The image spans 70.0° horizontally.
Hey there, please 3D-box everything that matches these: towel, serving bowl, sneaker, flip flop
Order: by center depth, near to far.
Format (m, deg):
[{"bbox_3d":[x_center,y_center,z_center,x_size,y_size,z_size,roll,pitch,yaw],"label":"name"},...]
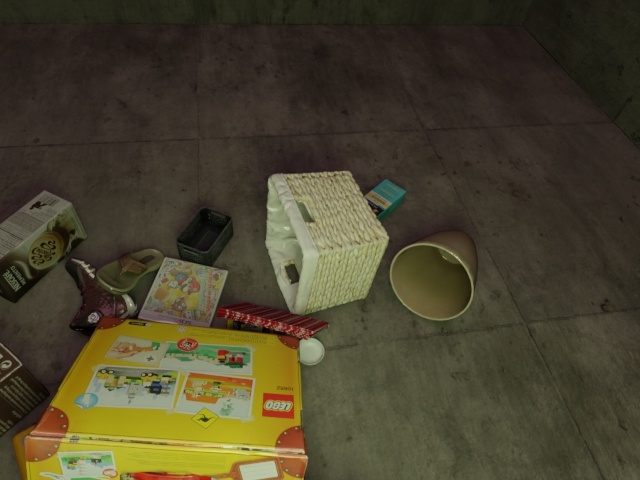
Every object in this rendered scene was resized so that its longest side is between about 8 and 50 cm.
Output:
[{"bbox_3d":[-0.127,0.219,1.263,0.274,0.199,0.031,11,90,14],"label":"towel"},{"bbox_3d":[-0.032,0.323,1.313,0.083,0.027,0.083,4,50,-4],"label":"serving bowl"},{"bbox_3d":[-0.679,0.171,1.317,0.281,0.106,0.162,30,56,17],"label":"sneaker"},{"bbox_3d":[-0.556,0.074,1.359,0.112,0.080,0.277,35,25,5],"label":"flip flop"}]

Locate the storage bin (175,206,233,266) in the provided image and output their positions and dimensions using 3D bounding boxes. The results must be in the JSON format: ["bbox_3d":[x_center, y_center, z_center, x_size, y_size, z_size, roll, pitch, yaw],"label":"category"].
[{"bbox_3d":[-0.380,-0.012,1.515,0.122,0.084,0.180,20,52,9],"label":"storage bin"}]

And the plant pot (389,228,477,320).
[{"bbox_3d":[0.393,0.074,1.456,0.256,0.256,0.274,31,36,18],"label":"plant pot"}]

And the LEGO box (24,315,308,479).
[{"bbox_3d":[-0.294,0.373,1.016,0.500,0.193,0.372,8,24,-8],"label":"LEGO box"}]

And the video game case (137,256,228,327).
[{"bbox_3d":[-0.411,0.164,1.390,0.206,0.026,0.227,13,50,-3],"label":"video game case"}]

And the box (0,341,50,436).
[{"bbox_3d":[-0.852,0.422,1.033,0.143,0.191,0.381,30,52,18],"label":"box"}]

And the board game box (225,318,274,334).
[{"bbox_3d":[-0.201,0.308,1.293,0.141,0.048,0.170,1,50,-4],"label":"board game box"}]

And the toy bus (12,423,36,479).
[{"bbox_3d":[-0.555,0.556,1.006,0.130,0.108,0.333,-26,58,-25],"label":"toy bus"}]

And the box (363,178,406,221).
[{"bbox_3d":[0.204,-0.128,1.694,0.100,0.060,0.244,36,55,22],"label":"box"}]

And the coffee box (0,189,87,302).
[{"bbox_3d":[-0.879,0.015,1.380,0.118,0.168,0.297,23,52,12],"label":"coffee box"}]

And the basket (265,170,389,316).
[{"bbox_3d":[0.000,0.000,1.392,0.266,0.331,0.328,-12,53,-18],"label":"basket"}]
